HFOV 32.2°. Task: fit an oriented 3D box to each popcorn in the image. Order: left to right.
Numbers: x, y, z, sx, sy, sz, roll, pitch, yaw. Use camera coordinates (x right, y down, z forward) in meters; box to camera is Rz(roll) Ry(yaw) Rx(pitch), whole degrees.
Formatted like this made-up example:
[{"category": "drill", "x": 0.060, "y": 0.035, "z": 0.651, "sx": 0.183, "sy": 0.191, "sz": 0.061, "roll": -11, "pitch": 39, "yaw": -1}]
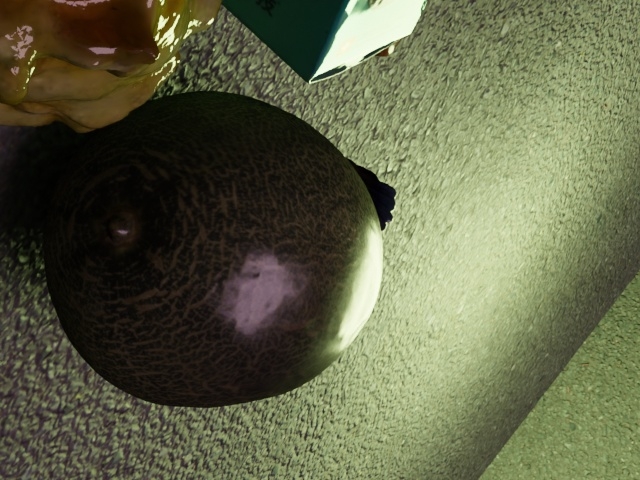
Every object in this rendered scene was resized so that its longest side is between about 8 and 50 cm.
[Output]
[{"category": "popcorn", "x": -0.146, "y": -0.185, "z": 0.582, "sx": 0.215, "sy": 0.252, "sz": 0.286, "roll": -9, "pitch": 138, "yaw": -2}]

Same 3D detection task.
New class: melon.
[{"category": "melon", "x": -0.075, "y": 0.011, "z": 0.880, "sx": 0.248, "sy": 0.249, "sz": 0.329, "roll": -60, "pitch": 160, "yaw": 5}]

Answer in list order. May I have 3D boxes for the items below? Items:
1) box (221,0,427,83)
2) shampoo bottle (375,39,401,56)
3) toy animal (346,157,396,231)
[{"category": "box", "x": 0.007, "y": -0.277, "z": 0.669, "sx": 0.118, "sy": 0.205, "sz": 0.311, "roll": -36, "pitch": 163, "yaw": -40}, {"category": "shampoo bottle", "x": 0.098, "y": -0.288, "z": 1.028, "sx": 0.244, "sy": 0.085, "sz": 0.085, "roll": -55, "pitch": 154, "yaw": -7}, {"category": "toy animal", "x": -0.003, "y": -0.005, "z": 1.127, "sx": 0.218, "sy": 0.116, "sz": 0.179, "roll": -42, "pitch": 152, "yaw": -15}]
